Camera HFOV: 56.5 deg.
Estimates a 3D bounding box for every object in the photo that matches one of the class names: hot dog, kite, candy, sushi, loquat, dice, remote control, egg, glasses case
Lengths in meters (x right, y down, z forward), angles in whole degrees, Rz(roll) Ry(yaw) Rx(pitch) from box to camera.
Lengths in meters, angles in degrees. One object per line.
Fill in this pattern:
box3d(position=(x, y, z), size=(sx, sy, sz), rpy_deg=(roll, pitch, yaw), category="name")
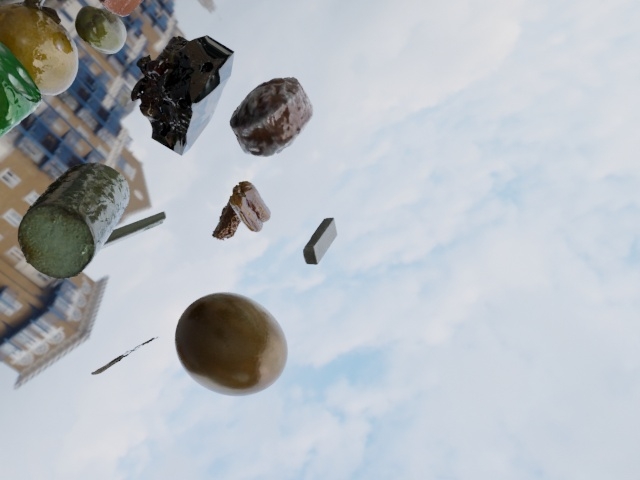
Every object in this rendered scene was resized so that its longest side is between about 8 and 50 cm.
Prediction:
box3d(position=(-0.154, -0.073, 1.303), size=(0.045, 0.165, 0.071), rpy_deg=(33, -103, 24), category="hot dog")
box3d(position=(-0.753, 0.440, 2.308), size=(0.285, 0.015, 0.152), rpy_deg=(-29, -173, -37), category="kite")
box3d(position=(-0.130, -0.332, 1.565), size=(0.214, 0.157, 0.290), rpy_deg=(-21, -150, 13), category="candy")
box3d(position=(-0.372, -0.400, 1.553), size=(0.215, 0.212, 0.227), rpy_deg=(-59, -178, -31), category="sushi")
box3d(position=(-0.971, -0.649, 1.977), size=(0.328, 0.328, 0.360), rpy_deg=(47, -57, 60), category="loquat")
box3d(position=(-1.018, -0.430, 1.722), size=(0.287, 0.300, 0.297), rpy_deg=(-34, -153, 4), category="dice")
box3d(position=(-0.603, -0.023, 1.813), size=(0.285, 0.038, 0.123), rpy_deg=(-25, -177, -19), category="remote control")
box3d(position=(-0.255, 0.295, 1.705), size=(0.351, 0.283, 0.283), rpy_deg=(19, -119, 26), category="egg")
box3d(position=(0.000, 0.000, 1.966), size=(0.047, 0.071, 0.205), rpy_deg=(1, -151, 23), category="glasses case")

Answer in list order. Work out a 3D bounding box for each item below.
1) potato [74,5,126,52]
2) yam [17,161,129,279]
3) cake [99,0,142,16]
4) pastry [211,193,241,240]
box3d(position=(-0.734, -0.700, 1.992), size=(0.154, 0.137, 0.200), rpy_deg=(0, -174, -8), category="potato")
box3d(position=(-0.490, -0.050, 1.200), size=(0.161, 0.161, 0.268), rpy_deg=(-34, -155, 13), category="yam")
box3d(position=(-0.424, -0.619, 1.382), size=(0.225, 0.090, 0.109), rpy_deg=(-34, -106, -3), category="cake")
box3d(position=(-0.267, -0.068, 1.809), size=(0.087, 0.063, 0.170), rpy_deg=(-11, -128, 57), category="pastry")
